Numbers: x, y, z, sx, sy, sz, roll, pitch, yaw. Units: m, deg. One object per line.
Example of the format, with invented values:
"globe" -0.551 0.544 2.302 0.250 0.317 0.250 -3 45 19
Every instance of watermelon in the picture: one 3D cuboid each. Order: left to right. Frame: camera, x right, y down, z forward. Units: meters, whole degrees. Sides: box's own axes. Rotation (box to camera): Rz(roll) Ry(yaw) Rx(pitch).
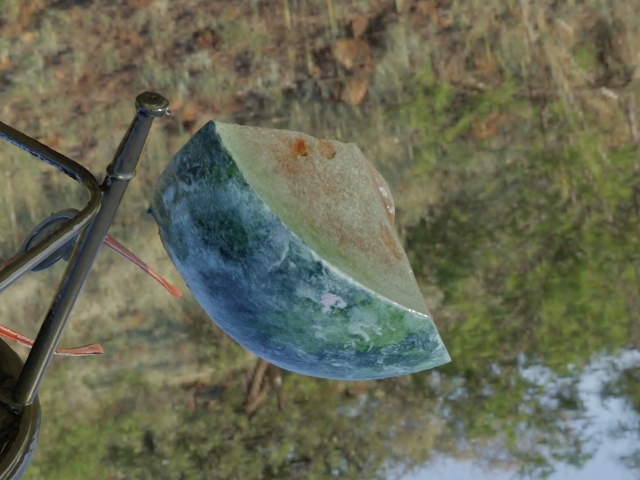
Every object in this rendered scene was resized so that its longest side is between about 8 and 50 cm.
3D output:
"watermelon" 0.000 0.000 1.168 0.228 0.387 0.258 -33 -159 48

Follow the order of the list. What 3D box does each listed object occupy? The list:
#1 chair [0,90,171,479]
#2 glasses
"chair" -0.402 0.044 0.887 0.365 0.410 0.362 27 -139 13
"glasses" -0.333 0.089 1.415 0.234 0.118 0.268 -37 134 16
